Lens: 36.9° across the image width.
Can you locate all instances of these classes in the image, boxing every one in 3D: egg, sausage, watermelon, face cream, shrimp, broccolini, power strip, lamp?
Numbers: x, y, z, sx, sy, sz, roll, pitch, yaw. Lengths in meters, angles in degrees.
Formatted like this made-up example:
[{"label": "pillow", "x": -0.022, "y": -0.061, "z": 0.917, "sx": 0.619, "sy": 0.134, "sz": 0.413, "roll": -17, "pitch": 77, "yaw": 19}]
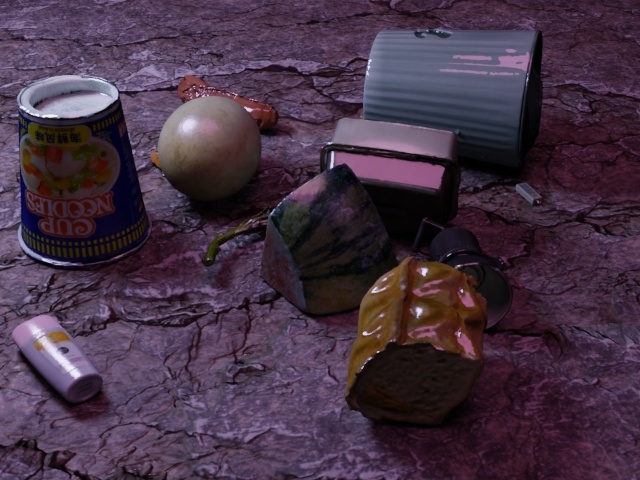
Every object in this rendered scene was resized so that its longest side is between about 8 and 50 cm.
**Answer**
[{"label": "egg", "x": -0.232, "y": -0.207, "z": 2.084, "sx": 0.219, "sy": 0.218, "sz": 0.295, "roll": 8, "pitch": 25, "yaw": 10}, {"label": "sausage", "x": -0.243, "y": -0.340, "z": 2.396, "sx": 0.327, "sy": 0.079, "sz": 0.087, "roll": 25, "pitch": 56, "yaw": 32}, {"label": "watermelon", "x": 0.000, "y": 0.000, "z": 1.828, "sx": 0.213, "sy": 0.261, "sz": 0.201, "roll": -27, "pitch": 16, "yaw": -30}, {"label": "face cream", "x": -0.444, "y": 0.197, "z": 1.624, "sx": 0.084, "sy": 0.057, "sz": 0.198, "roll": -24, "pitch": 42, "yaw": -33}, {"label": "shrimp", "x": -0.347, "y": -0.183, "z": 2.201, "sx": 0.092, "sy": 0.043, "sz": 0.184, "roll": -10, "pitch": 29, "yaw": -4}, {"label": "broccolini", "x": -0.132, "y": 0.000, "z": 1.919, "sx": 0.123, "sy": 0.062, "sz": 0.271, "roll": 5, "pitch": 26, "yaw": 33}, {"label": "power strip", "x": 0.465, "y": -0.103, "z": 2.132, "sx": 0.027, "sy": 0.017, "sz": 0.083, "roll": -13, "pitch": 36, "yaw": -18}, {"label": "lamp", "x": 0.274, "y": 0.055, "z": 1.809, "sx": 0.172, "sy": 0.147, "sz": 0.227, "roll": 12, "pitch": 26, "yaw": -7}]

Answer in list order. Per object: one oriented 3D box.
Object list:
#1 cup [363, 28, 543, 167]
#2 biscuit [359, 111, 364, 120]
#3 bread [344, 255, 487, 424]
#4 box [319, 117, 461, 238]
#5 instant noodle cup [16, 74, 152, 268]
[{"label": "cup", "x": 0.328, "y": -0.325, "z": 2.261, "sx": 0.393, "sy": 0.401, "sz": 0.310, "roll": 9, "pitch": 68, "yaw": 16}, {"label": "biscuit", "x": 0.157, "y": -0.308, "z": 2.419, "sx": 0.120, "sy": 0.015, "sz": 0.120, "roll": 2, "pitch": 35, "yaw": -1}, {"label": "bread", "x": 0.162, "y": 0.164, "z": 1.577, "sx": 0.239, "sy": 0.195, "sz": 0.252, "roll": 3, "pitch": 32, "yaw": 1}, {"label": "box", "x": 0.143, "y": -0.125, "z": 1.976, "sx": 0.291, "sy": 0.220, "sz": 0.166, "roll": 8, "pitch": 57, "yaw": 9}, {"label": "instant noodle cup", "x": -0.481, "y": -0.150, "z": 1.904, "sx": 0.284, "sy": 0.312, "sz": 0.284, "roll": 1, "pitch": 34, "yaw": -1}]
